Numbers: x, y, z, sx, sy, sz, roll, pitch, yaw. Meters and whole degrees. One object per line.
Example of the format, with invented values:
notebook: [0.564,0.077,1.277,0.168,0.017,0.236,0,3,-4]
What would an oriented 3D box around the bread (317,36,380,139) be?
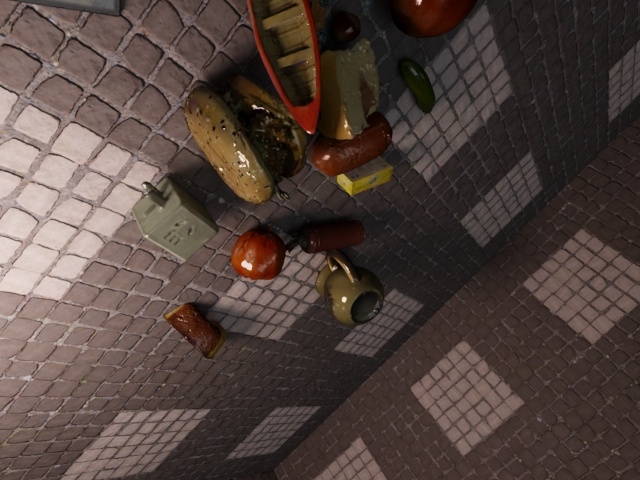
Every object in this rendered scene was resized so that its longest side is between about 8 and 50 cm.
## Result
bread: [0.040,-0.407,1.142,0.184,0.211,0.223,-36,119,-31]

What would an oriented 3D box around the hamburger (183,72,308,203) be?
hamburger: [-0.172,-0.242,1.038,0.195,0.277,0.317,-39,139,-15]

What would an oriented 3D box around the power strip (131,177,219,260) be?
power strip: [-0.406,-0.068,1.113,0.140,0.139,0.224,-41,144,2]

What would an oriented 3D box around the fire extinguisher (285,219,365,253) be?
fire extinguisher: [0.000,0.000,1.581,0.337,0.106,0.147,-9,155,-33]

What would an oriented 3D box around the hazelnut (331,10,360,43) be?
hazelnut: [0.064,-0.550,1.077,0.087,0.086,0.086,-24,140,-21]

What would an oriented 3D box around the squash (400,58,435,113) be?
squash: [0.330,-0.502,1.362,0.069,0.069,0.258,-46,143,8]

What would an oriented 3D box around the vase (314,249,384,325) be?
vase: [0.101,0.168,1.722,0.241,0.302,0.329,-27,124,-17]

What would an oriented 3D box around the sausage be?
sausage: [0.095,-0.303,1.292,0.268,0.153,0.141,-28,150,-14]

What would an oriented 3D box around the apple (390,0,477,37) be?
apple: [0.281,-0.640,1.064,0.230,0.230,0.229,-24,140,-21]

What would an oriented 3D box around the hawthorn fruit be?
hawthorn fruit: [-0.197,0.032,1.381,0.179,0.179,0.200,12,107,-47]

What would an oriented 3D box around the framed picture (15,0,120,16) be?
framed picture: [-0.460,-0.561,0.659,0.265,0.016,0.346,-9,134,-35]

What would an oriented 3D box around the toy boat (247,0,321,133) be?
toy boat: [-0.066,-0.429,0.913,0.136,0.079,0.391,-14,102,16]

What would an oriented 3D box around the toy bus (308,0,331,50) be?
toy bus: [-0.043,-0.529,0.989,0.103,0.091,0.181,-18,138,-29]

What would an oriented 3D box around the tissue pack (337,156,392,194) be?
tissue pack: [0.156,-0.233,1.467,0.176,0.095,0.062,-23,140,-22]

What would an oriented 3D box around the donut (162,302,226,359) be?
donut: [-0.429,0.339,1.520,0.112,0.151,0.295,-46,144,-9]
